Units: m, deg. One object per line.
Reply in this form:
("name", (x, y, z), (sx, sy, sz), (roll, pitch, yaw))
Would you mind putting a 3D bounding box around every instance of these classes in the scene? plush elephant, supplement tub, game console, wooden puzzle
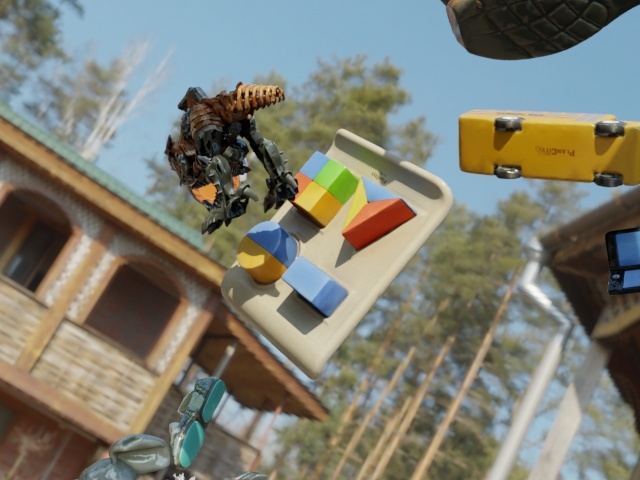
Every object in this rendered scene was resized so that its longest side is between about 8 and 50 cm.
("plush elephant", (-0.371, 0.526, 2.004), (0.255, 0.272, 0.330), (33, 25, -19))
("supplement tub", (-0.200, -0.130, 2.007), (0.117, 0.117, 0.190), (33, 10, -11))
("game console", (0.548, 0.033, 1.767), (0.122, 0.107, 0.071), (-9, -62, 26))
("wooden puzzle", (0.000, 0.000, 1.599), (0.080, 0.348, 0.322), (37, -1, -38))

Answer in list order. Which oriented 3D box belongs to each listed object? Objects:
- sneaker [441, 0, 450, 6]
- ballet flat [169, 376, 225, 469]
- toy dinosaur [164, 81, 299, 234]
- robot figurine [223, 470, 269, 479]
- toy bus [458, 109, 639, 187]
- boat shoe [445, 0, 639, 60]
("sneaker", (0.187, -0.405, 1.442), (0.111, 0.121, 0.300), (-40, -106, 33))
("ballet flat", (-0.230, 0.321, 1.828), (0.070, 0.188, 0.070), (15, -43, 14))
("toy dinosaur", (-0.144, -0.139, 1.527), (0.218, 0.164, 0.322), (65, -13, 6))
("robot figurine", (-0.098, 0.354, 0.965), (0.085, 0.291, 0.211), (10, -61, 24))
("toy bus", (0.408, -0.167, 1.826), (0.332, 0.108, 0.130), (6, 17, 29))
("boat shoe", (0.305, -0.316, 1.239), (0.120, 0.323, 0.123), (-109, 179, -54))
